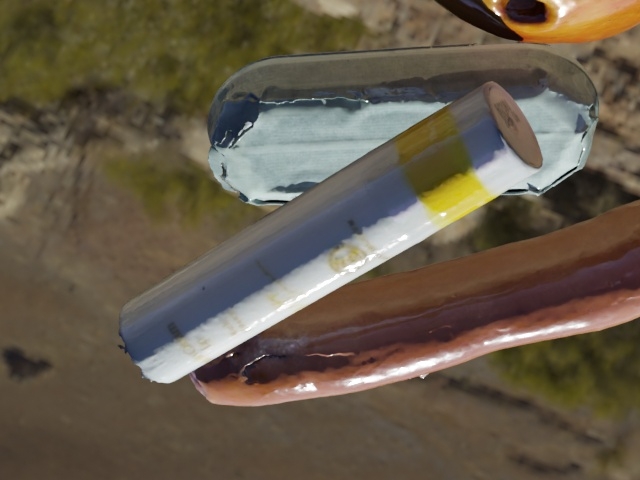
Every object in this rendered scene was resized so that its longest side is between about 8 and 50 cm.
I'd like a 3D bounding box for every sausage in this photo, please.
[{"bbox_3d":[0.097,0.054,1.286,0.419,0.094,0.094,-14,174,5],"label":"sausage"}]

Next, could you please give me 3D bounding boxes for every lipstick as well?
[{"bbox_3d":[0.000,0.000,0.934,0.264,0.059,0.059,-30,131,24],"label":"lipstick"}]

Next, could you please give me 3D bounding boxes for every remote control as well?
[{"bbox_3d":[0.052,-0.070,1.039,0.247,0.052,0.104,-4,132,2],"label":"remote control"}]

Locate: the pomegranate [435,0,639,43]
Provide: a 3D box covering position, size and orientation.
[{"bbox_3d":[0.129,-0.200,0.870,0.209,0.209,0.209,20,158,9],"label":"pomegranate"}]
